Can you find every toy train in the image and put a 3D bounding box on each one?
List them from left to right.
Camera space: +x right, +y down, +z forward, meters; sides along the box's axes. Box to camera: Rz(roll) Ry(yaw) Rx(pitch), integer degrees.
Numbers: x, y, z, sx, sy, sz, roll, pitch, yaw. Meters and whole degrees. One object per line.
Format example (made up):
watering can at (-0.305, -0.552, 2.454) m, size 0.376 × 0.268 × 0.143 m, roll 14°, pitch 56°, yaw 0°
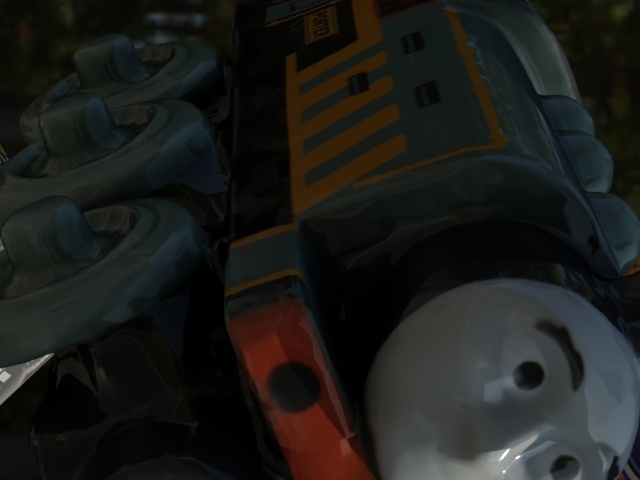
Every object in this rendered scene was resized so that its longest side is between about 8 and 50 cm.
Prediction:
toy train at (0.000, 0.000, 0.568) m, size 0.334 × 0.190 × 0.142 m, roll -94°, pitch 163°, yaw -69°

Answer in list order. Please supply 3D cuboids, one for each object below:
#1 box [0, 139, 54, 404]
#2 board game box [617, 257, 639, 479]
box at (-0.250, 0.039, 0.779) m, size 0.216 × 0.270 × 0.060 m, roll 44°, pitch 6°, yaw -42°
board game box at (0.407, 0.082, 0.976) m, size 0.356 × 0.356 × 0.356 m, roll 21°, pitch -85°, yaw 63°
